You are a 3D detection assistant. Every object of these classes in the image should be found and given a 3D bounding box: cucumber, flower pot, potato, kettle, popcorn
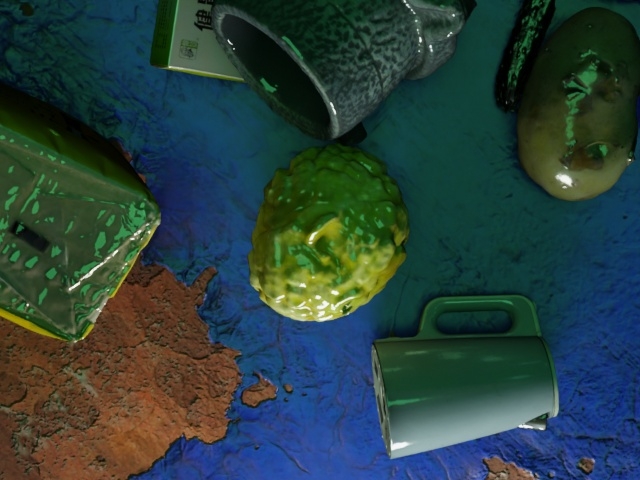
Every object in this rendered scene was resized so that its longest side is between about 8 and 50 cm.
[{"bbox_3d":[0.280,-0.263,1.745,0.053,0.053,0.181,18,96,1],"label":"cucumber"},{"bbox_3d":[0.048,-0.293,1.613,0.299,0.299,0.283,45,75,-2],"label":"flower pot"},{"bbox_3d":[0.348,-0.182,1.699,0.165,0.165,0.262,5,100,2],"label":"potato"},{"bbox_3d":[0.195,0.179,1.754,0.243,0.160,0.211,-9,66,-4],"label":"kettle"},{"bbox_3d":[0.000,0.000,1.715,0.205,0.251,0.237,9,60,-21],"label":"popcorn"}]

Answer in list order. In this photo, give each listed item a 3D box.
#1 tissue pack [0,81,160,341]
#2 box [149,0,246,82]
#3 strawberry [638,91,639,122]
[{"bbox_3d":[-0.386,-0.059,1.594,0.293,0.382,0.228,27,93,-18],"label":"tissue pack"},{"bbox_3d":[-0.122,-0.349,1.703,0.175,0.062,0.261,5,97,-34],"label":"box"},{"bbox_3d":[0.520,-0.205,1.724,0.192,0.085,0.140,13,93,-1],"label":"strawberry"}]
